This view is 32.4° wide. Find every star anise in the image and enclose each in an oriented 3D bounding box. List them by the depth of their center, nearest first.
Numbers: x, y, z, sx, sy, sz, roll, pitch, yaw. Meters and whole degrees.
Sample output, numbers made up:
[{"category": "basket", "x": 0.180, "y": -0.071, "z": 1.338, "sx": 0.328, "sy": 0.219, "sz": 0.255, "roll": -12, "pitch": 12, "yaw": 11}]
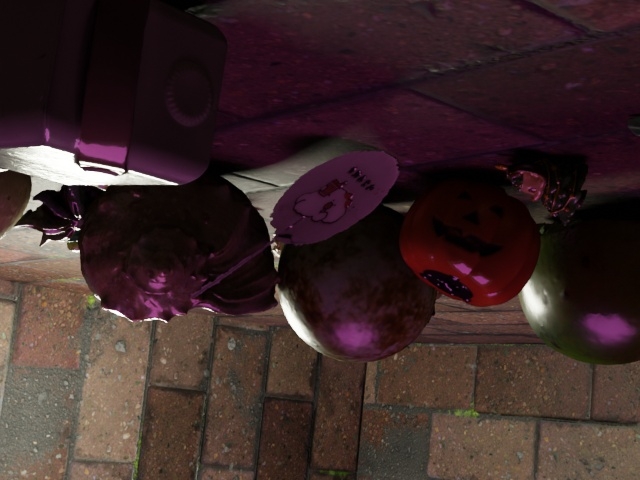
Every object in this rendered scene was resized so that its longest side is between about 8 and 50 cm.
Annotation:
[{"category": "star anise", "x": -0.391, "y": -0.043, "z": 1.735, "sx": 0.181, "sy": 0.061, "sz": 0.204, "roll": -20, "pitch": 156, "yaw": 11}]

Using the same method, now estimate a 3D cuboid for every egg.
[{"category": "egg", "x": 0.050, "y": 0.053, "z": 1.658, "sx": 0.238, "sy": 0.238, "sz": 0.289, "roll": 9, "pitch": -159, "yaw": -18}]

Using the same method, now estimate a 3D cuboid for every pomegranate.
[{"category": "pomegranate", "x": 0.459, "y": 0.084, "z": 1.627, "sx": 0.359, "sy": 0.216, "sz": 0.310, "roll": 11, "pitch": 175, "yaw": 0}]

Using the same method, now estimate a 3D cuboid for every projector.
[{"category": "projector", "x": -0.209, "y": -0.135, "z": 0.955, "sx": 0.243, "sy": 0.163, "sz": 0.177, "roll": 0, "pitch": 170, "yaw": 42}]

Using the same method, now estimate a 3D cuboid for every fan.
[{"category": "fan", "x": -0.040, "y": -0.018, "z": 1.435, "sx": 0.329, "sy": 0.009, "sz": 0.191, "roll": -35, "pitch": 153, "yaw": 9}]

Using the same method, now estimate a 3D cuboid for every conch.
[{"category": "conch", "x": -0.186, "y": -0.013, "z": 1.584, "sx": 0.297, "sy": 0.210, "sz": 0.352, "roll": 20, "pitch": -153, "yaw": -10}]

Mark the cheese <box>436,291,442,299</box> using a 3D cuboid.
[{"category": "cheese", "x": 0.127, "y": 0.059, "z": 2.048, "sx": 0.214, "sy": 0.117, "sz": 0.226, "roll": -8, "pitch": 160, "yaw": 32}]

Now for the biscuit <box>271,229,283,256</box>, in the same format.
[{"category": "biscuit", "x": 0.000, "y": 0.000, "z": 1.896, "sx": 0.169, "sy": 0.070, "sz": 0.082, "roll": 4, "pitch": 177, "yaw": 1}]

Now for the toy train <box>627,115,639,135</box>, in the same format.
[{"category": "toy train", "x": 0.397, "y": -0.091, "z": 1.123, "sx": 0.149, "sy": 0.081, "sz": 0.099, "roll": -7, "pitch": 165, "yaw": 31}]

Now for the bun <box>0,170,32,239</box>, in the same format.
[{"category": "bun", "x": -0.610, "y": -0.047, "z": 1.592, "sx": 0.364, "sy": 0.202, "sz": 0.364, "roll": 6, "pitch": 173, "yaw": 1}]

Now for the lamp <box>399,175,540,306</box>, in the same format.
[{"category": "lamp", "x": 0.207, "y": -0.005, "z": 1.494, "sx": 0.188, "sy": 0.163, "sz": 0.187, "roll": 29, "pitch": 165, "yaw": 8}]

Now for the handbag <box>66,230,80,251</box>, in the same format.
[{"category": "handbag", "x": -0.304, "y": -0.007, "z": 1.940, "sx": 0.274, "sy": 0.100, "sz": 0.269, "roll": 4, "pitch": 169, "yaw": 15}]

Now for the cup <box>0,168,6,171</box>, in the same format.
[{"category": "cup", "x": -0.454, "y": -0.121, "z": 1.156, "sx": 0.289, "sy": 0.203, "sz": 0.203, "roll": -6, "pitch": 166, "yaw": 24}]

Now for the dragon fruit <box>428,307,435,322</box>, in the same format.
[{"category": "dragon fruit", "x": 0.101, "y": 0.128, "z": 2.354, "sx": 0.218, "sy": 0.224, "sz": 0.148, "roll": 56, "pitch": 179, "yaw": -33}]

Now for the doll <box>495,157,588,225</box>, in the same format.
[{"category": "doll", "x": 0.277, "y": -0.082, "z": 1.342, "sx": 0.113, "sy": 0.076, "sz": 0.078, "roll": 38, "pitch": -178, "yaw": 7}]

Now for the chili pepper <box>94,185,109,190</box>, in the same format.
[{"category": "chili pepper", "x": -0.313, "y": -0.090, "z": 1.655, "sx": 0.049, "sy": 0.043, "sz": 0.208, "roll": 33, "pitch": -176, "yaw": 37}]
